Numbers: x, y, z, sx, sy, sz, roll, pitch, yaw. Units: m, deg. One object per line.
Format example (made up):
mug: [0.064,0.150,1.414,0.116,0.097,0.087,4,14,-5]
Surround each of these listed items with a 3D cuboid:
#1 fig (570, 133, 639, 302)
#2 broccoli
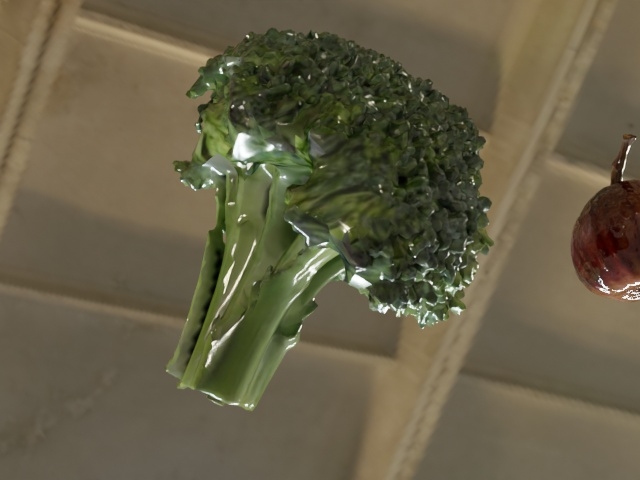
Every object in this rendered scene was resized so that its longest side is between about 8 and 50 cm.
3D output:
fig: [0.293,-0.008,1.412,0.128,0.128,0.150,-34,-77,-14]
broccoli: [0.020,-0.010,1.162,0.249,0.375,0.302,1,-82,-23]
